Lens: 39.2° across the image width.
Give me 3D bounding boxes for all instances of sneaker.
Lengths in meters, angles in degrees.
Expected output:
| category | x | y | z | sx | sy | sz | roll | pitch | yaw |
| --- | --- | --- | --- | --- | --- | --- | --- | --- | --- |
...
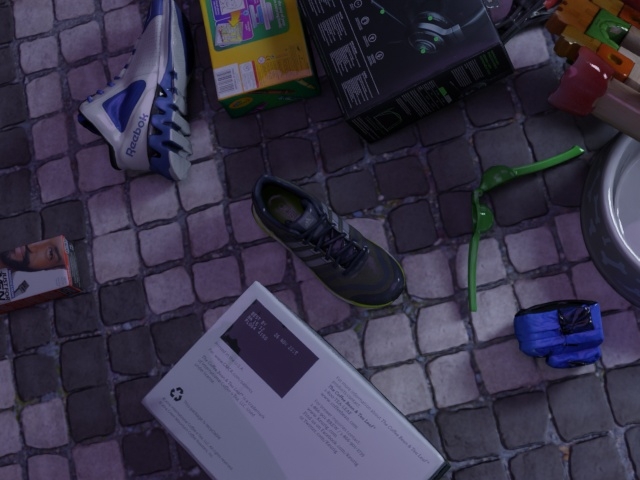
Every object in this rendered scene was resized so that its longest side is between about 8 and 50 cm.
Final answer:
| category | x | y | z | sx | sy | sz | roll | pitch | yaw |
| --- | --- | --- | --- | --- | --- | --- | --- | --- | --- |
| sneaker | 0.000 | 0.000 | 1.398 | 0.300 | 0.121 | 0.111 | 34 | 85 | 17 |
| sneaker | -0.317 | -0.253 | 1.522 | 0.182 | 0.127 | 0.315 | -2 | 77 | 9 |

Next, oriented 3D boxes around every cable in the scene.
| category | x | y | z | sx | sy | sz | roll | pitch | yaw |
| --- | --- | --- | --- | --- | --- | --- | --- | --- | --- |
| cable | 0.333 | -0.370 | 1.476 | 0.139 | 0.072 | 0.287 | 40 | 99 | 1 |

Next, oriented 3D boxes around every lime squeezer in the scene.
| category | x | y | z | sx | sy | sz | roll | pitch | yaw |
| --- | --- | --- | --- | --- | --- | --- | --- | --- | --- |
| lime squeezer | 0.278 | -0.044 | 1.400 | 0.110 | 0.059 | 0.310 | 36 | 83 | -13 |

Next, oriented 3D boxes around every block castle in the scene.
| category | x | y | z | sx | sy | sz | roll | pitch | yaw |
| --- | --- | --- | --- | --- | --- | --- | --- | --- | --- |
| block castle | 0.463 | -0.350 | 1.211 | 0.213 | 0.303 | 0.453 | 32 | 42 | 7 |

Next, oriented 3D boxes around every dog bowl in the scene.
| category | x | y | z | sx | sy | sz | roll | pitch | yaw |
| --- | --- | --- | --- | --- | --- | --- | --- | --- | --- |
| dog bowl | 0.562 | -0.054 | 1.312 | 0.349 | 0.102 | 0.348 | -2 | 76 | 10 |

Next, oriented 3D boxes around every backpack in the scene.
| category | x | y | z | sx | sy | sz | roll | pitch | yaw |
| --- | --- | --- | --- | --- | --- | --- | --- | --- | --- |
| backpack | 0.344 | 0.136 | 1.309 | 0.120 | 0.098 | 0.101 | -6 | 79 | 9 |

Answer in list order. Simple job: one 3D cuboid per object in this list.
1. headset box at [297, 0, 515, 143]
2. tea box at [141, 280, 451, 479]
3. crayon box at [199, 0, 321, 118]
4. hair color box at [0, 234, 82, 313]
| category | x | y | z | sx | sy | sz | roll | pitch | yaw |
| --- | --- | --- | --- | --- | --- | --- | --- | --- | --- |
| headset box | 0.141 | -0.333 | 1.423 | 0.283 | 0.131 | 0.246 | -26 | 71 | 15 |
| tea box | -0.015 | 0.266 | 1.228 | 0.329 | 0.323 | 0.220 | 42 | 87 | 18 |
| crayon box | -0.109 | -0.365 | 1.532 | 0.166 | 0.081 | 0.278 | -14 | 74 | 7 |
| hair color box | -0.496 | 0.060 | 1.518 | 0.167 | 0.053 | 0.093 | -16 | 73 | 6 |
